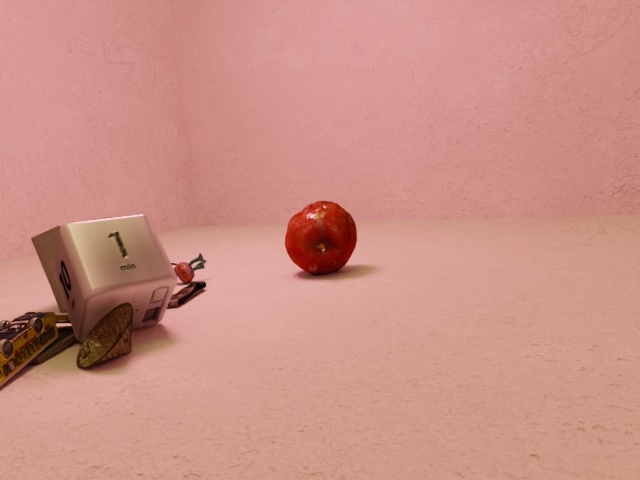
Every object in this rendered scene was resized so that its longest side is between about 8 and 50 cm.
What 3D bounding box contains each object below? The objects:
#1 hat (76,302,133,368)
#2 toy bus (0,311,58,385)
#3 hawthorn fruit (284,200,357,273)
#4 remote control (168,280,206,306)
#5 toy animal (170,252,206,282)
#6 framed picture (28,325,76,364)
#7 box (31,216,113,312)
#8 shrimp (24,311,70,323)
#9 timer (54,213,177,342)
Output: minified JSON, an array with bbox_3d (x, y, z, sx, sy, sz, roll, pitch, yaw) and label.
[{"bbox_3d":[-0.394,0.198,0.955,0.146,0.067,0.146,-29,33,21],"label":"hat"},{"bbox_3d":[-0.583,0.198,0.918,0.081,0.074,0.226,-5,14,-2],"label":"toy bus"},{"bbox_3d":[0.000,0.000,1.549,0.241,0.242,0.272,-4,16,5],"label":"hawthorn fruit"},{"bbox_3d":[-0.386,0.151,1.399,0.059,0.028,0.212,-3,8,8],"label":"remote control"},{"bbox_3d":[-0.478,0.095,1.612,0.208,0.100,0.103,-18,48,-7],"label":"toy animal"},{"bbox_3d":[-0.656,0.227,1.050,0.259,0.023,0.189,-3,10,8],"label":"framed picture"},{"bbox_3d":[-0.687,0.063,1.443,0.117,0.225,0.225,-19,4,16],"label":"box"},{"bbox_3d":[-0.611,0.172,1.203,0.198,0.051,0.262,5,-1,-33],"label":"shrimp"},{"bbox_3d":[-0.456,0.080,1.087,0.194,0.195,0.192,-12,-31,-40],"label":"timer"}]
